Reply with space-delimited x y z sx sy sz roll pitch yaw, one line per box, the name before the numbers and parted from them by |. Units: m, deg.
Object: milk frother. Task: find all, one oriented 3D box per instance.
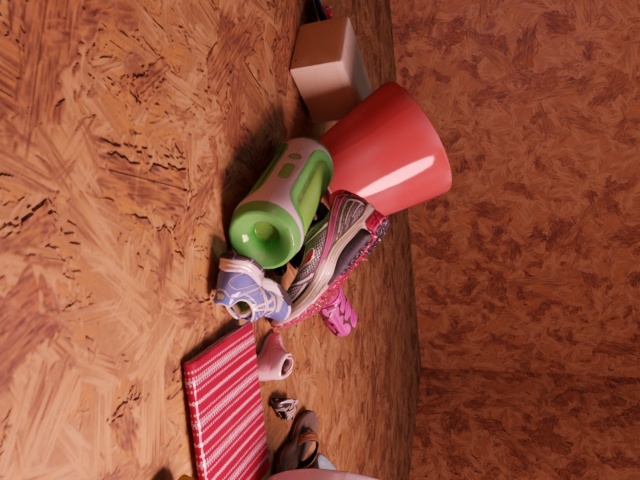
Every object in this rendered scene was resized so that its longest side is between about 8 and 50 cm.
milk frother | -0.019 0.007 1.101 0.129 0.134 0.143 43 35 -24

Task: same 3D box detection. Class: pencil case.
pencil case | 0.033 0.167 1.362 0.098 0.095 0.209 57 -1 32

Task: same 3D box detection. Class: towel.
towel | -0.141 0.283 0.853 0.199 0.031 0.275 -29 115 -70

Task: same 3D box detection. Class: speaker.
speaker | -0.060 -0.078 0.984 0.297 0.131 0.131 -68 152 -55

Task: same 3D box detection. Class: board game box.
board game box | 0.026 -0.531 1.355 0.133 0.033 0.169 59 10 -86

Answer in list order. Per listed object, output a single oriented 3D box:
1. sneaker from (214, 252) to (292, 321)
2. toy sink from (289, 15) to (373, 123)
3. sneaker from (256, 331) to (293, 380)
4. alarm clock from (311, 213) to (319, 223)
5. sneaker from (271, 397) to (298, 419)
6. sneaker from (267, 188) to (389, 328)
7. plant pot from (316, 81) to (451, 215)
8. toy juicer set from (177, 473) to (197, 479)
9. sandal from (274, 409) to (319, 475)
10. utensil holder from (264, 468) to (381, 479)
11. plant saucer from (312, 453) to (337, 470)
sneaker | -0.113 0.095 0.901 0.211 0.080 0.081 49 51 -55
toy sink | 0.030 -0.372 1.307 0.234 0.131 0.153 58 34 -53
sneaker | -0.075 0.212 1.014 0.134 0.070 0.051 -55 139 -66
alarm clock | 0.000 0.000 1.301 0.192 0.064 0.130 28 62 -69
sneaker | -0.068 0.330 1.086 0.109 0.040 0.044 49 44 -65
sneaker | -0.002 0.043 1.024 0.299 0.112 0.121 -52 165 16
plant pot | 0.111 -0.168 1.220 0.275 0.243 0.275 60 -2 4
toy juicer set | -0.201 0.383 0.555 0.329 0.089 0.209 40 63 -80
sandal | -0.036 0.430 1.155 0.219 0.060 0.090 -24 113 -73
utensil holder | 0.007 0.598 0.836 0.386 0.327 0.328 -78 160 -46
plant saucer | 0.062 0.645 1.271 0.318 0.043 0.317 58 -1 2
